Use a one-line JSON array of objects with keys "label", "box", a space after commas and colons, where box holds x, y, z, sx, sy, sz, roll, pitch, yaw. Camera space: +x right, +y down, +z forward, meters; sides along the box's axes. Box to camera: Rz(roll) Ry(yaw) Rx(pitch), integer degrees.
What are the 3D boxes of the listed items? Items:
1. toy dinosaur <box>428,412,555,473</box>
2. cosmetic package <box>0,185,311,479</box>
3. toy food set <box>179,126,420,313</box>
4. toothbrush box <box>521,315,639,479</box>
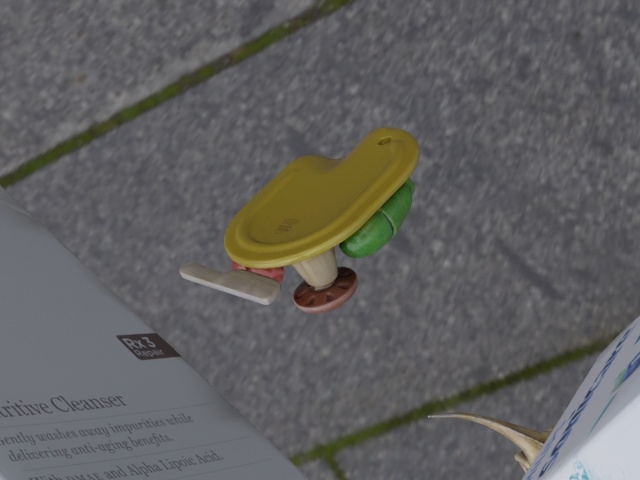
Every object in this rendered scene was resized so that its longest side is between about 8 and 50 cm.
[{"label": "toy dinosaur", "box": [0.179, 0.166, 1.292, 0.183, 0.092, 0.053, 30, 87, 14]}, {"label": "cosmetic package", "box": [-0.216, 0.073, 0.848, 0.385, 0.217, 0.156, 42, 109, 23]}, {"label": "toy food set", "box": [0.000, 0.000, 1.255, 0.128, 0.218, 0.071, 7, 131, 45]}, {"label": "toothbrush box", "box": [0.231, 0.063, 0.545, 0.216, 0.126, 0.295, 40, 135, 3]}]
